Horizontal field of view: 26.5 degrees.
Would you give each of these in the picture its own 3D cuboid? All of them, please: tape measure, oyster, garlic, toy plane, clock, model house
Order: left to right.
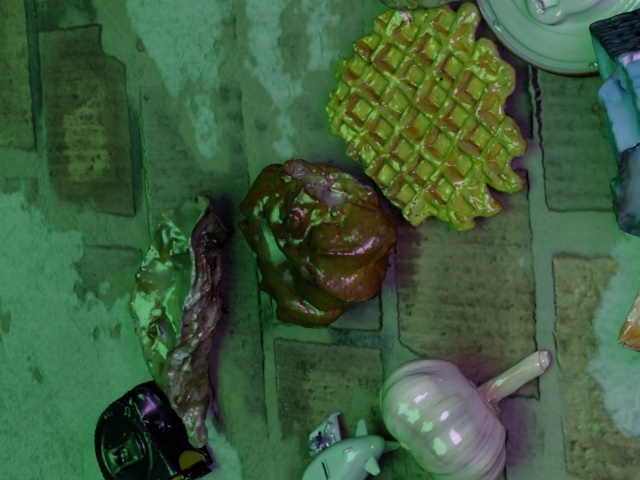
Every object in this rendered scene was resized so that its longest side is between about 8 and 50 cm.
[{"bbox_3d":[-0.283,0.339,2.198,0.186,0.112,0.199,-41,69,39],"label":"tape measure"},{"bbox_3d":[-0.219,0.110,2.127,0.204,0.111,0.396,29,117,54],"label":"oyster"},{"bbox_3d":[0.036,0.326,1.938,0.174,0.080,0.174,-15,71,49],"label":"toy plane"},{"bbox_3d":[0.194,0.202,1.750,0.226,0.199,0.199,-40,68,6],"label":"garlic"},{"bbox_3d":[0.303,-0.351,1.599,0.319,0.080,0.318,7,101,39],"label":"clock"},{"bbox_3d":[0.410,-0.168,1.458,0.261,0.226,0.241,-16,54,4],"label":"model house"}]

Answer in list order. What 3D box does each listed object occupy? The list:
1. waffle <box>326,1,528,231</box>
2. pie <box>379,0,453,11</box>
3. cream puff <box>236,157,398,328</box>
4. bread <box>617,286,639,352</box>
[{"bbox_3d":[0.137,-0.157,1.788,0.307,0.060,0.311,-20,81,42],"label":"waffle"},{"bbox_3d":[0.131,-0.427,1.711,0.306,0.071,0.306,3,94,60],"label":"pie"},{"bbox_3d":[0.000,0.000,1.873,0.269,0.155,0.241,-9,97,58],"label":"cream puff"},{"bbox_3d":[0.405,0.070,1.537,0.127,0.152,0.147,26,104,34],"label":"bread"}]
